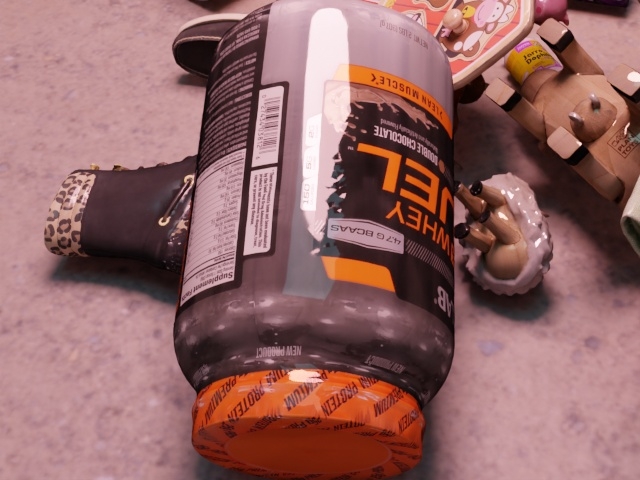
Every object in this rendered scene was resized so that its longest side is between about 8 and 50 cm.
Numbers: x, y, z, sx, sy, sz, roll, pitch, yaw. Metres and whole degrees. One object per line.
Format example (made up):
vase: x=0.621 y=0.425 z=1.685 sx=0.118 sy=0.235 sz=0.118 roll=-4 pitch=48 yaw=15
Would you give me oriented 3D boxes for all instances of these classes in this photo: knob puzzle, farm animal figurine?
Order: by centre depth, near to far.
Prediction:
farm animal figurine: x=0.243 y=-0.141 z=0.930 sx=0.330 sy=0.172 sz=0.326 roll=-36 pitch=45 yaw=23
knob puzzle: x=0.113 y=-0.211 z=0.944 sx=0.213 sy=0.030 sz=0.213 roll=-23 pitch=51 yaw=32

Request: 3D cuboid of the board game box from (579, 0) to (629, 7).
board game box: x=0.200 y=-0.398 z=1.190 sx=0.347 sy=0.056 sz=0.208 roll=12 pitch=89 yaw=16

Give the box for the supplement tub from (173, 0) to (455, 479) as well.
supplement tub: x=0.000 y=0.000 z=0.795 sx=0.207 sy=0.207 sz=0.338 roll=0 pitch=63 yaw=6

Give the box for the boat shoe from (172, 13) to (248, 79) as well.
boat shoe: x=-0.055 y=-0.175 z=1.070 sx=0.233 sy=0.084 sz=0.079 roll=17 pitch=51 yaw=16

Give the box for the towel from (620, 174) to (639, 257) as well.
towel: x=0.354 y=-0.039 z=0.833 sx=0.038 sy=0.248 sz=0.325 roll=-19 pitch=29 yaw=49

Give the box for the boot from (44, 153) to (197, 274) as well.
boot: x=-0.139 y=-0.062 z=0.975 sx=0.179 sy=0.085 sz=0.236 roll=6 pitch=47 yaw=15

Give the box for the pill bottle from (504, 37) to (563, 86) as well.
pill bottle: x=0.220 y=-0.182 z=1.076 sx=0.043 sy=0.043 sz=0.083 roll=-20 pitch=49 yaw=-12

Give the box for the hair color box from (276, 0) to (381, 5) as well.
hair color box: x=0.046 y=-0.236 z=1.079 sx=0.167 sy=0.053 sz=0.093 roll=9 pitch=24 yaw=-22
